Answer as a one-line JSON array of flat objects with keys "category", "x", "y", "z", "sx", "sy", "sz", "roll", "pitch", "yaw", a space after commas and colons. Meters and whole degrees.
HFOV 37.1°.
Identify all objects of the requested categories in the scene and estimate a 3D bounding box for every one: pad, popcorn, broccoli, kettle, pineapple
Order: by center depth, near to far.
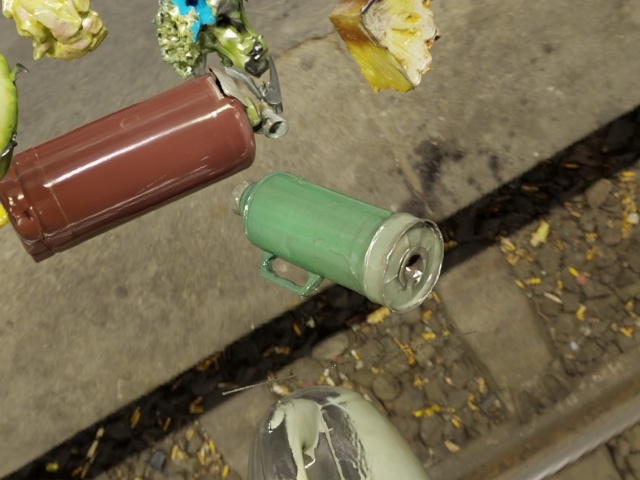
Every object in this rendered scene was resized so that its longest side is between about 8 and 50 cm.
[{"category": "kettle", "x": 0.018, "y": 0.305, "z": 0.989, "sx": 0.228, "sy": 0.321, "sz": 0.324, "roll": -25, "pitch": 71, "yaw": 10}, {"category": "popcorn", "x": -0.273, "y": -0.232, "z": 0.991, "sx": 0.089, "sy": 0.109, "sz": 0.097, "roll": -44, "pitch": 111, "yaw": -18}, {"category": "broccoli", "x": -0.124, "y": -0.265, "z": 1.159, "sx": 0.160, "sy": 0.154, "sz": 0.167, "roll": 44, "pitch": 97, "yaw": 13}, {"category": "pad", "x": 0.055, "y": 0.196, "z": 1.543, "sx": 0.367, "sy": 0.247, "sz": 0.007, "roll": -5, "pitch": 78, "yaw": -47}, {"category": "pineapple", "x": 0.106, "y": -0.364, "z": 1.592, "sx": 0.186, "sy": 0.114, "sz": 0.237, "roll": -13, "pitch": 103, "yaw": -41}]

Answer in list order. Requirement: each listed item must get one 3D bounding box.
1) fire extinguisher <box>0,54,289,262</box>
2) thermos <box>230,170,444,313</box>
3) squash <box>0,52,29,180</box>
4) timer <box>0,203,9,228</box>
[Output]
[{"category": "fire extinguisher", "x": -0.145, "y": -0.082, "z": 0.832, "sx": 0.268, "sy": 0.105, "sz": 0.105, "roll": -26, "pitch": 105, "yaw": -10}, {"category": "thermos", "x": 0.003, "y": -0.004, "z": 0.760, "sx": 0.073, "sy": 0.187, "sz": 0.083, "roll": -24, "pitch": 125, "yaw": -40}, {"category": "squash", "x": -0.295, "y": -0.037, "z": 0.631, "sx": 0.203, "sy": 0.111, "sz": 0.289, "roll": 35, "pitch": 136, "yaw": 0}, {"category": "timer", "x": -0.491, "y": -0.028, "z": 1.304, "sx": 0.109, "sy": 0.107, "sz": 0.107, "roll": -37, "pitch": 105, "yaw": -4}]
